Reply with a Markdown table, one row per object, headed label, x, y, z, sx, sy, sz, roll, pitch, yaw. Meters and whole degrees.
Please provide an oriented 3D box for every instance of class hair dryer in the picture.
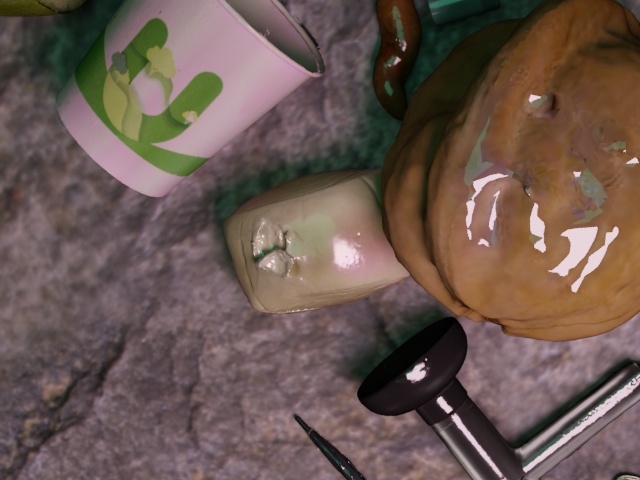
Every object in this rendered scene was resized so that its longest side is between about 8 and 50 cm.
| label | x | y | z | sx | sy | sz | roll | pitch | yaw |
| --- | --- | --- | --- | --- | --- | --- | --- | --- | --- |
| hair dryer | 0.253 | 0.193 | 1.582 | 0.320 | 0.156 | 0.284 | 42 | 78 | -6 |

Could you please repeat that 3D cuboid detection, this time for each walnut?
| label | x | y | z | sx | sy | sz | roll | pitch | yaw |
| --- | --- | --- | --- | --- | --- | --- | --- | --- | --- |
| walnut | 0.243 | -0.078 | 1.442 | 0.383 | 0.383 | 0.384 | 0 | 92 | 11 |

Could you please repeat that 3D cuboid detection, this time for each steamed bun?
| label | x | y | z | sx | sy | sz | roll | pitch | yaw |
| --- | --- | --- | --- | --- | --- | --- | --- | --- | --- |
| steamed bun | 0.000 | 0.000 | 1.574 | 0.238 | 0.152 | 0.170 | -16 | 89 | 13 |

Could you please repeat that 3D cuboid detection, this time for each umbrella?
| label | x | y | z | sx | sy | sz | roll | pitch | yaw |
| --- | --- | --- | --- | --- | --- | --- | --- | --- | --- |
| umbrella | 0.065 | 0.320 | 1.628 | 0.044 | 0.044 | 0.269 | -41 | 84 | -21 |

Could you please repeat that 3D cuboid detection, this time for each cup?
| label | x | y | z | sx | sy | sz | roll | pitch | yaw |
| --- | --- | --- | --- | --- | --- | --- | --- | --- | --- |
| cup | -0.171 | -0.211 | 1.569 | 0.274 | 0.253 | 0.253 | -43 | 84 | 17 |

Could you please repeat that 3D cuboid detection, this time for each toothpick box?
| label | x | y | z | sx | sy | sz | roll | pitch | yaw |
| --- | --- | --- | --- | --- | --- | --- | --- | --- | --- |
| toothpick box | 0.177 | -0.302 | 1.584 | 0.083 | 0.052 | 0.052 | -16 | 89 | 12 |

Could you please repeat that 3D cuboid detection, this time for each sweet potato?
| label | x | y | z | sx | sy | sz | roll | pitch | yaw |
| --- | --- | --- | --- | --- | --- | --- | --- | --- | --- |
| sweet potato | 0.096 | -0.252 | 1.599 | 0.058 | 0.055 | 0.202 | 5 | 96 | 47 |

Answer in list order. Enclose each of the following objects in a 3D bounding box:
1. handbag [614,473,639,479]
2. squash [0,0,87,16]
| label | x | y | z | sx | sy | sz | roll | pitch | yaw |
| --- | --- | --- | --- | --- | --- | --- | --- | --- | --- |
| handbag | 0.401 | 0.494 | 1.511 | 0.236 | 0.160 | 0.359 | 22 | 95 | 2 |
| squash | -0.387 | -0.361 | 1.639 | 0.122 | 0.170 | 0.170 | -13 | 89 | 23 |
